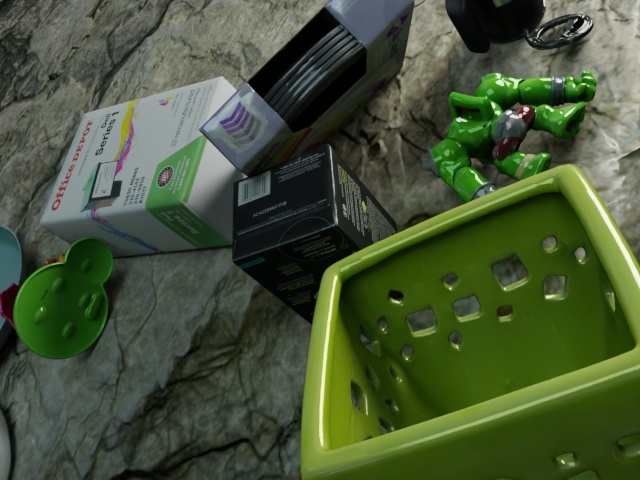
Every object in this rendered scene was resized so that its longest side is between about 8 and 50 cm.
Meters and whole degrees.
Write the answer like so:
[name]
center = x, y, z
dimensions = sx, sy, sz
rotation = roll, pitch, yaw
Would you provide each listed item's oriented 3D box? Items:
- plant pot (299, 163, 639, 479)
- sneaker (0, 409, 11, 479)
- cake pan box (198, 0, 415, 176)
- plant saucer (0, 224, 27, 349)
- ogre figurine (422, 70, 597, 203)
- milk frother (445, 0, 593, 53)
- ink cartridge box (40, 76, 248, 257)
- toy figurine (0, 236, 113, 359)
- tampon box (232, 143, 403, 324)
[plant pot]
center = 0.138, 0.114, 0.499
dimensions = 0.228, 0.207, 0.227
rotation = -25, 27, 20
[sneaker]
center = -0.506, 0.314, 0.830
dimensions = 0.127, 0.208, 0.319
rotation = -26, 50, 20
[cake pan box]
center = -0.006, -0.171, 0.779
dimensions = 0.070, 0.267, 0.246
rotation = 45, 91, 3
[plant saucer]
center = -0.588, 0.122, 1.117
dimensions = 0.317, 0.044, 0.317
rotation = -16, 55, 24
[ogre figurine]
center = 0.191, -0.110, 0.708
dimensions = 0.118, 0.097, 0.197
rotation = 27, 90, 30
[milk frother]
center = 0.223, -0.287, 0.769
dimensions = 0.143, 0.135, 0.129
rotation = -1, 63, 33
[ink cartridge box]
center = -0.236, -0.094, 0.966
dimensions = 0.278, 0.117, 0.201
rotation = -6, 59, 32
[toy figurine]
center = -0.389, 0.073, 0.972
dimensions = 0.159, 0.130, 0.173
rotation = 1, 62, 45
[tampon box]
center = 0.000, 0.000, 0.719
dimensions = 0.120, 0.161, 0.101
rotation = -19, 53, 22
